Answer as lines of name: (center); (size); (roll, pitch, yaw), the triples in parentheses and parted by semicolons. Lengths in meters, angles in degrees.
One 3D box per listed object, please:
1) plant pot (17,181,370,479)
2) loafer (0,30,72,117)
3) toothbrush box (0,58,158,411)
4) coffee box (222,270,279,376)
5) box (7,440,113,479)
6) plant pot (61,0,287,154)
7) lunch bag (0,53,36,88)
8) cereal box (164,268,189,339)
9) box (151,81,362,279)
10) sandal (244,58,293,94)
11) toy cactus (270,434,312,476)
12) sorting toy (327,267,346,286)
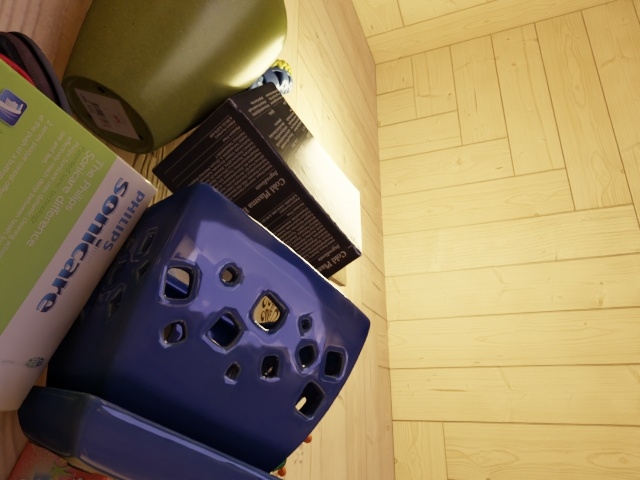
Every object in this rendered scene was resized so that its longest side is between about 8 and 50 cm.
plant pot: (-0.127, 0.119, 0.415); (0.236, 0.235, 0.212); (41, 53, -30)
loafer: (-0.333, -0.077, 0.474); (0.095, 0.108, 0.303); (-30, 114, -64)
toothbrush box: (-0.260, -0.023, 0.241); (0.206, 0.122, 0.283); (-63, 160, -12)
coffee box: (-0.153, 0.145, 0.860); (0.168, 0.118, 0.298); (-13, 95, -70)
box: (-0.259, 0.324, 0.471); (0.154, 0.141, 0.300); (62, 28, -44)
plant pot: (-0.232, -0.281, 0.649); (0.294, 0.274, 0.275); (-66, 146, -27)
lunch bag: (-0.367, -0.072, 0.270); (0.259, 0.120, 0.293); (-66, 162, -7)
cereal box: (-0.205, 0.112, 0.657); (0.240, 0.047, 0.173); (176, -104, -85)
box: (-0.084, -0.106, 0.815); (0.313, 0.178, 0.343); (49, 19, -15)
sandal: (-0.165, -0.372, 1.031); (0.317, 0.126, 0.139); (-25, 110, -61)
toy cactus: (-0.096, 0.502, 0.943); (0.180, 0.112, 0.219); (-21, 111, -60)
sorting toy: (0.000, 0.000, 1.375); (0.257, 0.089, 0.256); (39, 47, -62)
